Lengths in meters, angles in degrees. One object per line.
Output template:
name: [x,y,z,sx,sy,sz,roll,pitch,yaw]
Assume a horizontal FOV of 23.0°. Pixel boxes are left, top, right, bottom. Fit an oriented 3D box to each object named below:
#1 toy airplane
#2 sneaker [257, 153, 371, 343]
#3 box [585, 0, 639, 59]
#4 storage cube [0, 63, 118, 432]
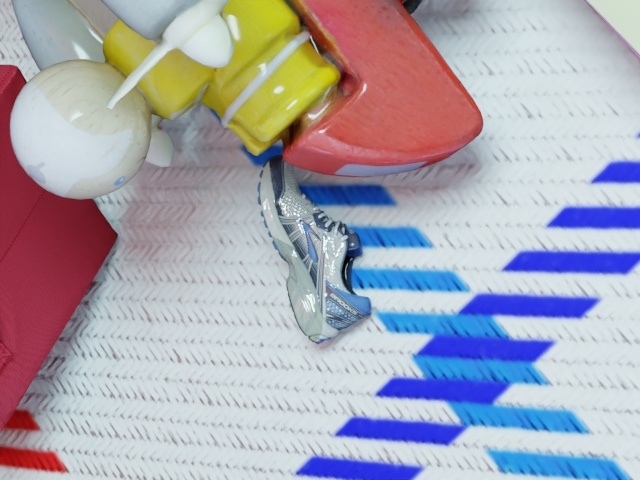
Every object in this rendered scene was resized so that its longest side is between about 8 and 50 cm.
toy airplane: [-0.125,-0.162,0.970,0.384,0.386,0.272,20,78,36]
sneaker: [0.000,0.000,1.095,0.058,0.052,0.135,-22,81,14]
box: [0.261,-0.215,0.936,0.243,0.117,0.213,-47,65,17]
storage cube: [-0.296,0.000,1.132,0.215,0.184,0.193,4,50,30]
